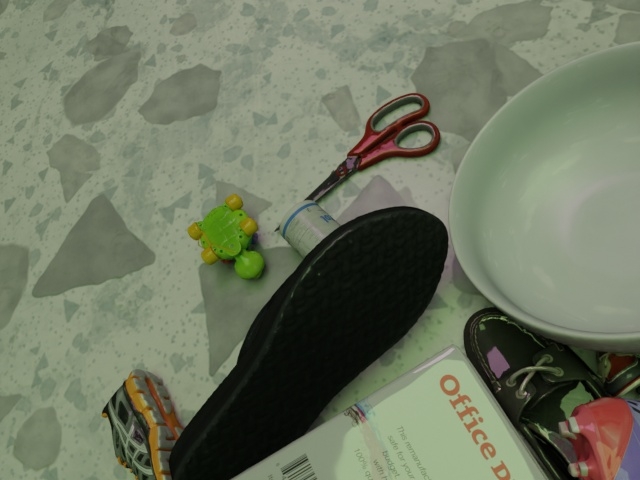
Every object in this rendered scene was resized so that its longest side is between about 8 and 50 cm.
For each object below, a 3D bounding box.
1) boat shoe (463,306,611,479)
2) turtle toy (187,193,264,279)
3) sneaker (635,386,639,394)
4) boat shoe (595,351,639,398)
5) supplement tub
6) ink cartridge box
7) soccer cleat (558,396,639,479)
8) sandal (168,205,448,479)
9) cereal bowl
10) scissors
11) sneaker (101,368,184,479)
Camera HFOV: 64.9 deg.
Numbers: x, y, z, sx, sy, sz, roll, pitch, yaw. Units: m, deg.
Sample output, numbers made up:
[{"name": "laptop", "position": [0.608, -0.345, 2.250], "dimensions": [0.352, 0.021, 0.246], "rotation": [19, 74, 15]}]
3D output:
[{"name": "boat shoe", "position": [0.273, 0.200, 0.525], "dimensions": [0.112, 0.095, 0.335], "rotation": [-35, 64, 3]}, {"name": "turtle toy", "position": [-0.129, 0.001, 0.745], "dimensions": [0.095, 0.066, 0.130], "rotation": [-36, 64, 2]}, {"name": "sneaker", "position": [0.444, 0.119, 0.509], "dimensions": [0.222, 0.083, 0.118], "rotation": [-38, 64, 0]}, {"name": "boat shoe", "position": [0.309, 0.129, 0.521], "dimensions": [0.049, 0.137, 0.043], "rotation": [-41, 68, 19]}, {"name": "supplement tub", "position": [0.000, 0.000, 0.702], "dimensions": [0.071, 0.071, 0.107], "rotation": [-45, 65, -3]}, {"name": "ink cartridge box", "position": [0.082, 0.268, 0.503], "dimensions": [0.270, 0.197, 0.198], "rotation": [-32, 63, 4]}, {"name": "soccer cleat", "position": [0.276, 0.257, 0.415], "dimensions": [0.095, 0.083, 0.248], "rotation": [-10, 64, 9]}, {"name": "sandal", "position": [-0.029, 0.123, 0.612], "dimensions": [0.446, 0.167, 0.107], "rotation": [-49, 32, 3]}, {"name": "cereal bowl", "position": [0.322, -0.037, 0.546], "dimensions": [0.339, 0.141, 0.339], "rotation": [-23, 52, 34]}, {"name": "scissors", "position": [0.043, -0.121, 0.766], "dimensions": [0.297, 0.021, 0.109], "rotation": [-29, 67, 7]}, {"name": "sneaker", "position": [-0.225, 0.279, 0.667], "dimensions": [0.083, 0.084, 0.215], "rotation": [-40, 55, 3]}]
